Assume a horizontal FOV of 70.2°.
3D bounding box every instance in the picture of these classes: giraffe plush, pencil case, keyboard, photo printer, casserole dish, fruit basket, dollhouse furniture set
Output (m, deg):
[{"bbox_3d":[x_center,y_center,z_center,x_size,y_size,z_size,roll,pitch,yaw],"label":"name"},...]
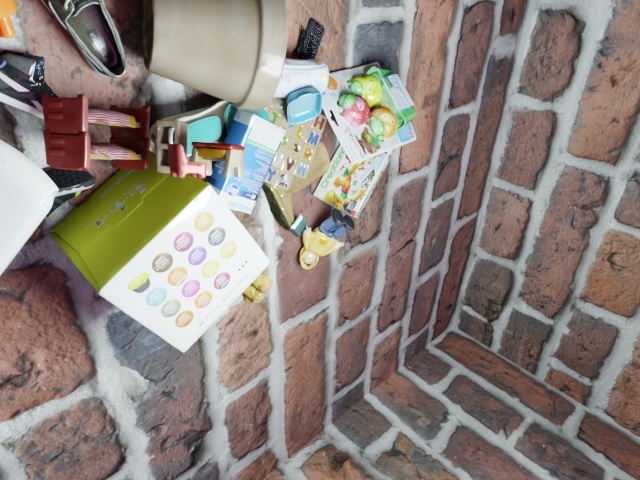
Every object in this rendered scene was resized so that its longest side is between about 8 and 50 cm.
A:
[{"bbox_3d":[-0.288,0.117,1.544,0.170,0.210,0.181,0,138,-42],"label":"giraffe plush"},{"bbox_3d":[-0.108,-0.491,1.363,0.273,0.113,0.124,-13,163,-36],"label":"pencil case"},{"bbox_3d":[-0.041,-0.599,1.452,0.100,0.038,0.192,5,109,-49],"label":"keyboard"},{"bbox_3d":[-0.721,-0.066,0.922,0.256,0.107,0.307,37,84,-20],"label":"photo printer"},{"bbox_3d":[-0.054,-0.420,1.417,0.114,0.037,0.188,-20,172,-6],"label":"casserole dish"},{"bbox_3d":[0.163,-0.457,1.575,0.353,0.165,0.327,-26,87,-40],"label":"fruit basket"},{"bbox_3d":[-0.373,-0.222,0.985,0.201,0.374,0.152,-27,122,-70],"label":"dollhouse furniture set"}]

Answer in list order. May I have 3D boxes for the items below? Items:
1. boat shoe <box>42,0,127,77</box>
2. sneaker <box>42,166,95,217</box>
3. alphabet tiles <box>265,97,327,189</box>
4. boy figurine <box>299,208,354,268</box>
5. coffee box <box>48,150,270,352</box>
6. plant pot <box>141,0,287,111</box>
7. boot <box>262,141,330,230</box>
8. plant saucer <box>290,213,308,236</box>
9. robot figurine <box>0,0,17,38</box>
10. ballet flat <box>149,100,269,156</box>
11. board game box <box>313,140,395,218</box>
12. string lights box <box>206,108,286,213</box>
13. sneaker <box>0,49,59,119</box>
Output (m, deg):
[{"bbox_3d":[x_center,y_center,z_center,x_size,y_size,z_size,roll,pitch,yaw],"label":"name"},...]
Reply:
[{"bbox_3d":[-0.500,-0.497,0.943,0.121,0.119,0.335,-45,140,-18],"label":"boat shoe"},{"bbox_3d":[-0.659,-0.103,1.084,0.234,0.084,0.097,-26,154,-32],"label":"sneaker"},{"bbox_3d":[-0.116,-0.350,1.495,0.285,0.011,0.342,17,94,-41],"label":"alphabet tiles"},{"bbox_3d":[0.000,0.000,1.790,0.177,0.092,0.285,29,121,-28],"label":"boy figurine"},{"bbox_3d":[-0.414,0.019,1.204,0.337,0.338,0.334,-48,140,-15],"label":"coffee box"},{"bbox_3d":[-0.268,-0.485,1.091,0.280,0.323,0.323,-3,118,-29],"label":"plant pot"},{"bbox_3d":[-0.066,-0.195,1.652,0.269,0.089,0.236,-41,139,-23],"label":"boot"},{"bbox_3d":[-0.076,-0.052,1.719,0.067,0.018,0.192,-55,172,-4],"label":"plant saucer"},{"bbox_3d":[-0.634,-0.470,0.806,0.158,0.128,0.219,-14,128,-13],"label":"robot figurine"},{"bbox_3d":[-0.302,-0.324,1.260,0.400,0.139,0.139,-36,140,-52],"label":"ballet flat"},{"bbox_3d":[0.128,-0.260,1.735,0.305,0.193,0.053,-62,160,3],"label":"board game box"},{"bbox_3d":[-0.211,-0.214,1.261,0.133,0.077,0.260,15,103,-53],"label":"string lights box"},{"bbox_3d":[-0.594,-0.326,0.985,0.217,0.079,0.121,21,99,-50],"label":"sneaker"}]
